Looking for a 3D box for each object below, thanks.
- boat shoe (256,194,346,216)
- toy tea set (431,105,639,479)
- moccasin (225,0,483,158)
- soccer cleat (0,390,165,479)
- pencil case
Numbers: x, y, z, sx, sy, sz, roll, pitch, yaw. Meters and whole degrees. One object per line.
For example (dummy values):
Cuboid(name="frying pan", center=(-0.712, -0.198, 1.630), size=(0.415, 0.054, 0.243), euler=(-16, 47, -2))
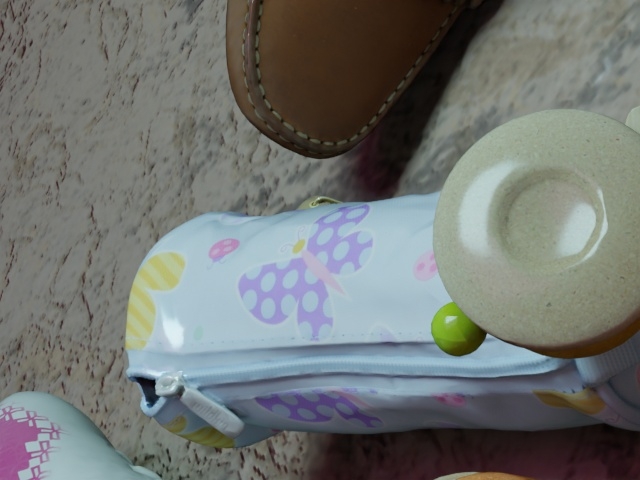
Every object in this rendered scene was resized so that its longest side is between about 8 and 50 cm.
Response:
Cuboid(name="boat shoe", center=(0.000, 0.000, 1.011), size=(0.135, 0.050, 0.045), euler=(-7, 70, 52))
Cuboid(name="toy tea set", center=(0.160, 0.027, 0.690), size=(0.336, 0.124, 0.200), euler=(-27, 66, 8))
Cuboid(name="moccasin", center=(0.080, -0.209, 0.975), size=(0.380, 0.139, 0.147), euler=(-54, 26, 0))
Cuboid(name="soccer cleat", center=(-0.072, 0.172, 0.969), size=(0.143, 0.116, 0.331), euler=(-39, 42, 9))
Cuboid(name="pencil case", center=(0.038, 0.031, 0.855), size=(0.273, 0.124, 0.113), euler=(-8, 93, 42))
